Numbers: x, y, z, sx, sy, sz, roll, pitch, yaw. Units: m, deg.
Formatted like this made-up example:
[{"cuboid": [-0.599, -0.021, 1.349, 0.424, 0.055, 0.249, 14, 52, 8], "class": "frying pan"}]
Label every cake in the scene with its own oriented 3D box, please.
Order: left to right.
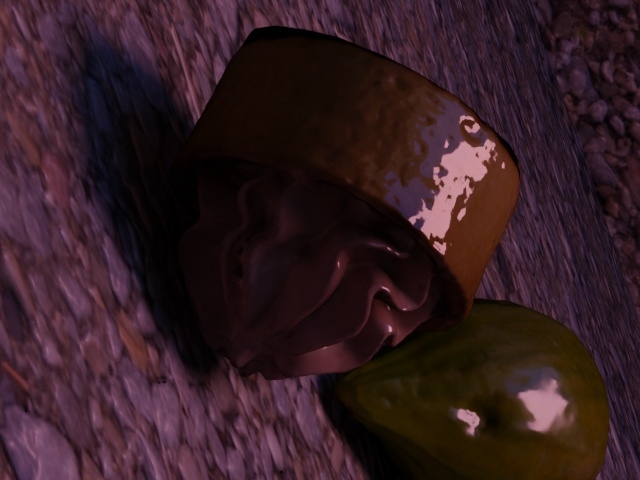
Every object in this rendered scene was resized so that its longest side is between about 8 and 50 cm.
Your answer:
[{"cuboid": [0.000, 0.000, 1.021, 0.178, 0.185, 0.208, -63, 177, -10], "class": "cake"}]

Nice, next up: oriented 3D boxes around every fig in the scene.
[{"cuboid": [0.116, 0.112, 1.268, 0.233, 0.167, 0.167, 53, 21, -64], "class": "fig"}]
